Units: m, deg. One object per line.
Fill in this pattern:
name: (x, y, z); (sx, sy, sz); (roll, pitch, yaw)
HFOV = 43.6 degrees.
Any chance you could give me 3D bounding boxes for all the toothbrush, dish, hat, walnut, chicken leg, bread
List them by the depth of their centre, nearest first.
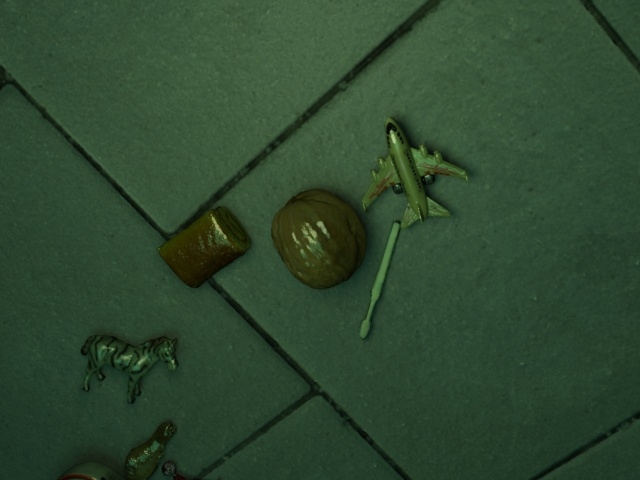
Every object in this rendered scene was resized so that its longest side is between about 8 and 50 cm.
walnut: (0.000, 0.000, 1.681); (0.213, 0.213, 0.213); (3, 111, 8)
bread: (-0.254, 0.013, 1.773); (0.172, 0.103, 0.132); (-35, 101, 20)
toothbrush: (0.132, 0.090, 1.782); (0.026, 0.028, 0.294); (16, 112, 1)
chicken leg: (-0.430, 0.533, 2.018); (0.085, 0.069, 0.198); (36, 105, -7)
hat: (-0.333, 0.663, 2.044); (0.227, 0.129, 0.140); (50, 135, 8)
dish: (-0.582, 0.676, 2.065); (0.256, 0.117, 0.256); (3, 111, 7)

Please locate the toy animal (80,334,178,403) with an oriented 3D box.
toy animal: (-0.456, 0.307, 1.930); (0.255, 0.090, 0.170); (-1, 106, 7)

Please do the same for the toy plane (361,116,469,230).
toy plane: (0.181, -0.143, 1.654); (0.229, 0.092, 0.244); (-16, 106, 16)
